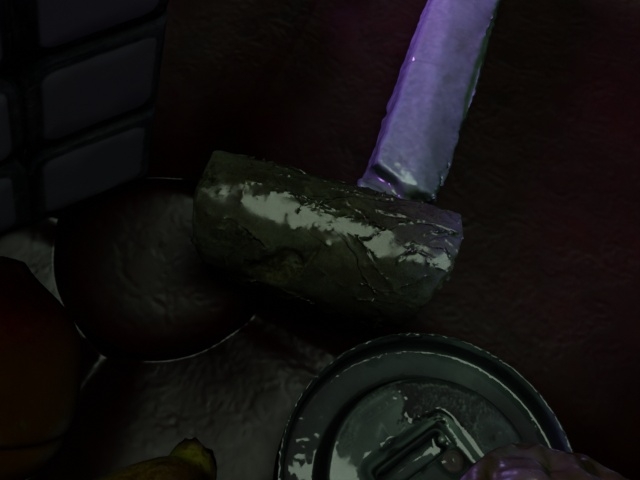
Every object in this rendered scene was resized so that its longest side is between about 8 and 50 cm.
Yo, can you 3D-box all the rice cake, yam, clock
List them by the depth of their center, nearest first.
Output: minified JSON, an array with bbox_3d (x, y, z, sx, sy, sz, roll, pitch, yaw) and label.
[{"bbox_3d":[0.072,0.170,0.691,0.215,0.042,0.215,6,63,-11],"label":"clock"},{"bbox_3d":[0.000,0.000,0.722,0.183,0.107,0.107,18,61,-1],"label":"yam"},{"bbox_3d":[0.103,-0.149,0.845,0.066,0.063,0.336,22,61,1],"label":"rice cake"}]

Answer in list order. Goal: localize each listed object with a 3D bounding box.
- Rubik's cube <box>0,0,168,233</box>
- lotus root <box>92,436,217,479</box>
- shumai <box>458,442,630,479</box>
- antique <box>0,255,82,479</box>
[{"bbox_3d":[-0.292,-0.171,0.622,0.304,0.301,0.305,-27,74,-25],"label":"Rubik's cube"},{"bbox_3d":[-0.125,0.186,0.610,0.191,0.094,0.108,-36,112,-31],"label":"lotus root"},{"bbox_3d":[0.178,0.236,0.553,0.256,0.218,0.189,43,79,-14],"label":"shumai"},{"bbox_3d":[-0.236,0.065,0.538,0.224,0.278,0.129,8,89,12],"label":"antique"}]
